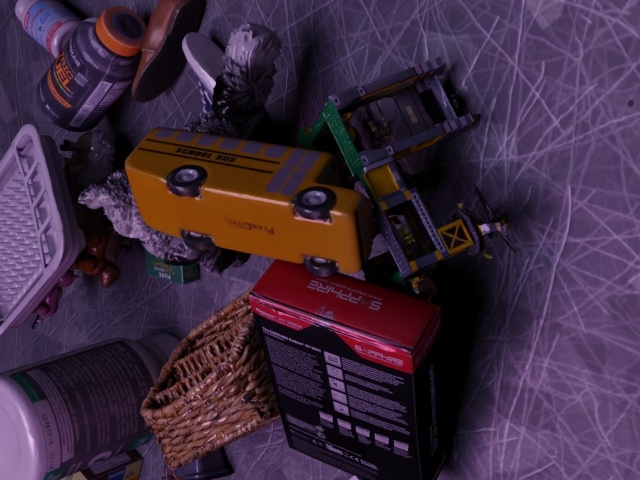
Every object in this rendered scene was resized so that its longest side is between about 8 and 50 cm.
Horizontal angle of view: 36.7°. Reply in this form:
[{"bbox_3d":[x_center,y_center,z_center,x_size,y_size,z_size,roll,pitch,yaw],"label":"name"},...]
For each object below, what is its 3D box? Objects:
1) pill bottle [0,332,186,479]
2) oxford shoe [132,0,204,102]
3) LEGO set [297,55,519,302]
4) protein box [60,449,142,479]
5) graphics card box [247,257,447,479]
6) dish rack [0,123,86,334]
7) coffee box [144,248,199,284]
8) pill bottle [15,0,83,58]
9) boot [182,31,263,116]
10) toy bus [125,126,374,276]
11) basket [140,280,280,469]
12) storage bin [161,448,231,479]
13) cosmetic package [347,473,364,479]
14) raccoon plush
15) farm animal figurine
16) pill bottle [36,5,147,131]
[{"bbox_3d":[-0.404,0.290,1.715,0.204,0.361,0.204,14,110,41],"label":"pill bottle"},{"bbox_3d":[-0.268,-0.329,1.625,0.076,0.076,0.212,46,118,27],"label":"oxford shoe"},{"bbox_3d":[0.126,-0.081,1.279,0.331,0.192,0.255,62,163,16],"label":"LEGO set"},{"bbox_3d":[-0.501,0.485,2.020,0.201,0.136,0.199,39,124,31],"label":"protein box"},{"bbox_3d":[0.048,0.195,1.303,0.233,0.094,0.370,17,141,24],"label":"graphics card box"},{"bbox_3d":[-0.523,-0.013,1.722,0.333,0.072,0.285,-41,60,38],"label":"dish rack"},{"bbox_3d":[-0.272,-0.019,1.731,0.113,0.040,0.184,8,106,42],"label":"coffee box"},{"bbox_3d":[-0.505,-0.405,1.817,0.160,0.087,0.087,39,125,30],"label":"pill bottle"},{"bbox_3d":[-0.174,-0.240,1.556,0.190,0.069,0.086,55,135,13],"label":"boot"},{"bbox_3d":[-0.087,-0.055,1.243,0.333,0.130,0.108,11,134,22],"label":"toy bus"},{"bbox_3d":[-0.174,0.222,1.581,0.299,0.214,0.223,-33,78,43],"label":"basket"},{"bbox_3d":[-0.243,0.400,1.787,0.135,0.098,0.091,-19,78,45],"label":"storage bin"},{"bbox_3d":[0.039,0.427,1.514,0.060,0.099,0.239,54,131,18],"label":"cosmetic package"},{"bbox_3d":[-0.205,-0.158,1.514,0.299,0.216,0.446,30,110,31],"label":"raccoon plush"},{"bbox_3d":[-0.466,-0.016,1.840,0.330,0.172,0.326,-19,74,45],"label":"farm animal figurine"},{"bbox_3d":[-0.398,-0.308,1.712,0.246,0.130,0.130,-39,74,42],"label":"pill bottle"}]
